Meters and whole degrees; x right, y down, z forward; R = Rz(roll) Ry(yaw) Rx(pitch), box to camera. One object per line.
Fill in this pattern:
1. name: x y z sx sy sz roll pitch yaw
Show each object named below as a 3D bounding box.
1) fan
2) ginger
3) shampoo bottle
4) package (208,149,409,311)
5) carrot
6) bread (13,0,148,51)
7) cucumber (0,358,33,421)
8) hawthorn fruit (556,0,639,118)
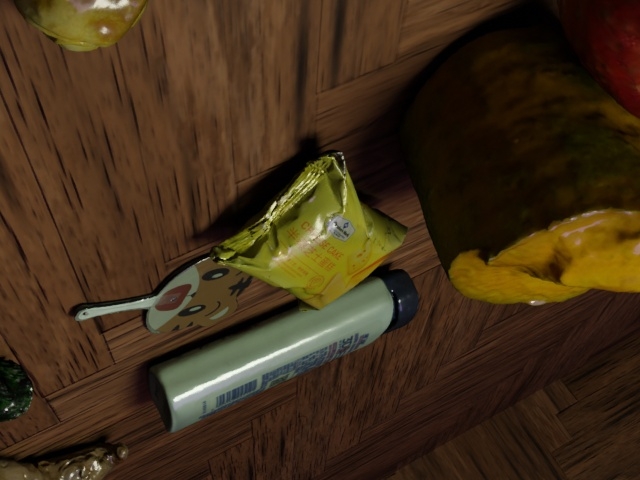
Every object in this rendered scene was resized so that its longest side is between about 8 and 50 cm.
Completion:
1. fan: -0.160 0.062 0.905 0.226 0.008 0.152 -8 146 -43
2. ginger: -0.368 0.296 1.020 0.122 0.084 0.290 -25 168 40
3. shampoo bottle: -0.042 0.140 1.097 0.359 0.078 0.134 -21 156 -23
4. package: 0.000 0.000 0.883 0.168 0.090 0.226 -40 151 10
5. carrot: 0.219 -0.048 0.819 0.241 0.341 0.241 -13 147 -8
6. bread: -0.053 -0.240 0.417 0.077 0.084 0.367 32 122 -18
7. cucumber: -0.366 0.117 0.707 0.067 0.067 0.293 -39 153 12
8. hawthorn fruit: 0.318 -0.212 0.676 0.258 0.262 0.258 -4 121 -6
